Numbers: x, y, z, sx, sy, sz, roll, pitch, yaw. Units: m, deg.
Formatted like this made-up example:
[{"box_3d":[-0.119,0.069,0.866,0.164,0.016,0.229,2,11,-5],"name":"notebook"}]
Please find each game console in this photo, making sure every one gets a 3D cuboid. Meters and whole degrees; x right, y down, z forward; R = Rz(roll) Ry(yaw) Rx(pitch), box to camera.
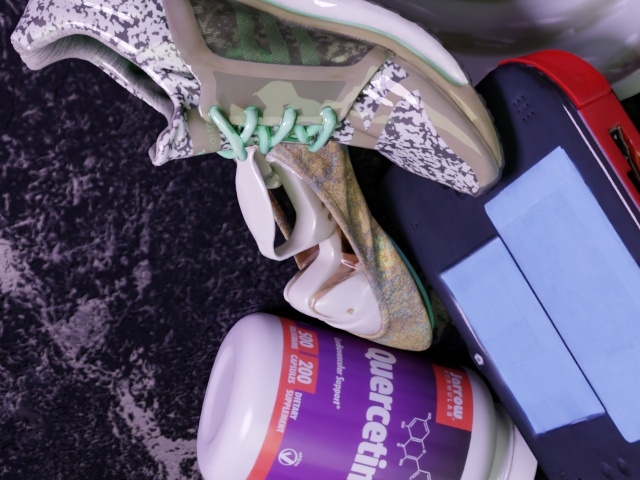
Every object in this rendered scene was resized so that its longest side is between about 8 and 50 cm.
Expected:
[{"box_3d":[0.205,0.060,1.086,0.060,0.387,0.342,-27,173,-28],"name":"game console"}]

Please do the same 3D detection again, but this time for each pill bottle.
[{"box_3d":[0.049,0.194,1.333,0.323,0.181,0.181,15,126,-15],"name":"pill bottle"}]

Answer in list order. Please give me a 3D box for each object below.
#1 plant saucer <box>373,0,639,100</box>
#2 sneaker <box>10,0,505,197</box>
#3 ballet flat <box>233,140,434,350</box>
[{"box_3d":[0.100,-0.247,0.981,0.400,0.101,0.400,17,154,9],"name":"plant saucer"},{"box_3d":[-0.057,-0.113,1.024,0.410,0.182,0.158,28,162,1],"name":"sneaker"},{"box_3d":[0.000,0.000,1.212,0.123,0.123,0.348,-18,125,11],"name":"ballet flat"}]
